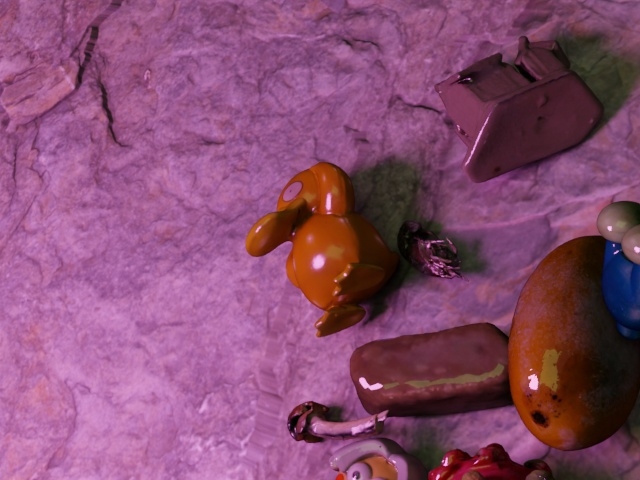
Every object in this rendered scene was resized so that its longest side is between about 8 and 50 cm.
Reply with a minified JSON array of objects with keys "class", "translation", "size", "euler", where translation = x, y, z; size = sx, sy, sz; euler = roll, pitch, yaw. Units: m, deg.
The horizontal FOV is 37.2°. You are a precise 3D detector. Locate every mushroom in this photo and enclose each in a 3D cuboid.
[{"class":"mushroom","translation":[0.029,0.259,1.345],"size":[0.187,0.061,0.060],"euler":[-7,70,43]}]

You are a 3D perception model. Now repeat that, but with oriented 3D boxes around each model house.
[{"class":"model house","translation":[0.280,-0.211,1.422],"size":[0.229,0.122,0.188],"euler":[-25,48,-3]}]

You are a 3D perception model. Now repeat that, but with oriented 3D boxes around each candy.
[{"class":"candy","translation":[0.161,0.183,1.318],"size":[0.234,0.104,0.102],"euler":[-12,60,19]}]

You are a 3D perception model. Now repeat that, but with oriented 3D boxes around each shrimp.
[{"class":"shrimp","translation":[0.169,0.021,1.401],"size":[0.165,0.057,0.065],"euler":[30,98,44]}]

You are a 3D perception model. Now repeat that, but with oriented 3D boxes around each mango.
[{"class":"mango","translation":[0.337,0.118,1.224],"size":[0.146,0.193,0.316],"euler":[-16,41,50]}]

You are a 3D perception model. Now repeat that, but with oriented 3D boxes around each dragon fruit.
[{"class":"dragon fruit","translation":[0.229,0.389,1.165],"size":[0.218,0.198,0.272],"euler":[-9,89,-10]}]

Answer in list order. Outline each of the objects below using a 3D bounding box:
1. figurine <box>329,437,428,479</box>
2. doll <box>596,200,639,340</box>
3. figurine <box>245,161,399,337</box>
[{"class":"figurine","translation":[0.043,0.374,1.277],"size":[0.176,0.133,0.236],"euler":[35,89,29]},{"class":"doll","translation":[0.479,0.055,1.148],"size":[0.322,0.198,0.186],"euler":[8,110,-7]},{"class":"figurine","translation":[0.009,0.004,1.431],"size":[0.228,0.215,0.215],"euler":[41,89,16]}]
